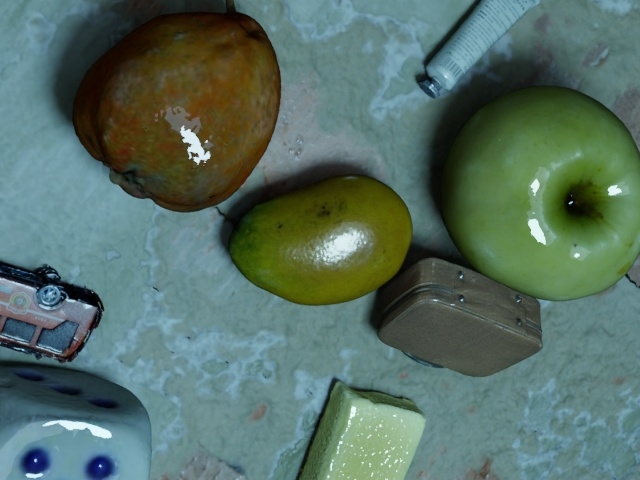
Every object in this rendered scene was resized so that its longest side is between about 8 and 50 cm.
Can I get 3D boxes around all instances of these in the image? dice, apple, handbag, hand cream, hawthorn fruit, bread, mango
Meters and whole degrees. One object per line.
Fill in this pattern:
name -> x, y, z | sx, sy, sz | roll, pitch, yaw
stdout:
dice -> -0.304, 0.253, 1.415 | 0.192, 0.193, 0.194 | 10, 99, -22
apple -> 0.267, -0.052, 1.539 | 0.262, 0.262, 0.262 | -5, 104, -21
handbag -> 0.169, 0.102, 1.600 | 0.193, 0.151, 0.072 | 22, 53, -28
hand cream -> 0.194, -0.255, 1.583 | 0.067, 0.042, 0.194 | 45, 79, -16
hawthorn fruit -> -0.138, -0.166, 1.389 | 0.210, 0.210, 0.262 | 36, 76, -24
bread -> 0.049, 0.285, 1.631 | 0.126, 0.068, 0.188 | 17, 95, -24
mango -> 0.003, 0.005, 1.522 | 0.221, 0.120, 0.151 | -20, 105, -9

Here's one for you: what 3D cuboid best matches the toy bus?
toy bus -> -0.364, 0.064, 1.420 | 0.235, 0.073, 0.096 | 22, 103, -24
